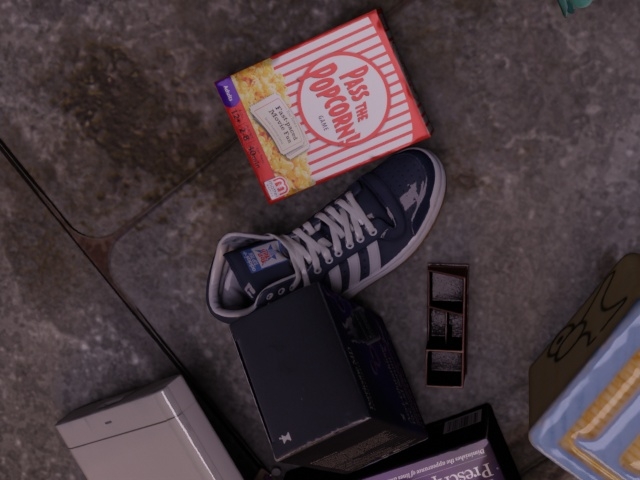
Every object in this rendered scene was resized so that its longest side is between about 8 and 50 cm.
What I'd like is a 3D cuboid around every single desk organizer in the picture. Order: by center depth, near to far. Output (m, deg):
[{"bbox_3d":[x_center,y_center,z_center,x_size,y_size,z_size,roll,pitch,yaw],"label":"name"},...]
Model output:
[{"bbox_3d":[0.139,0.094,1.279,0.047,0.050,0.130,2,104,10],"label":"desk organizer"}]

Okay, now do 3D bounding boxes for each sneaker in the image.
[{"bbox_3d":[0.000,0.000,1.218,0.282,0.153,0.099,-44,59,18],"label":"sneaker"}]

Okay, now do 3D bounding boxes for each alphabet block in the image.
[{"bbox_3d":[0.339,0.155,1.183,0.193,0.197,0.192,38,107,0],"label":"alphabet block"}]

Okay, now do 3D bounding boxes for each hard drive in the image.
[{"bbox_3d":[-0.148,0.334,1.340,0.233,0.047,0.353,-23,100,44],"label":"hard drive"}]

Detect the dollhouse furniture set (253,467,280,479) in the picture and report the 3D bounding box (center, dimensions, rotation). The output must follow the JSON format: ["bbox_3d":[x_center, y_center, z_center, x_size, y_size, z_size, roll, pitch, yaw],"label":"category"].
[{"bbox_3d":[-0.056,0.326,1.393,0.114,0.091,0.081,43,65,-24],"label":"dollhouse furniture set"}]

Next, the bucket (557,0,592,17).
[{"bbox_3d":[0.296,-0.345,1.041,0.281,0.281,0.183,-29,93,15],"label":"bucket"}]

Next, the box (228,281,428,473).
[{"bbox_3d":[0.013,0.149,1.211,0.108,0.207,0.153,-27,69,13],"label":"box"}]

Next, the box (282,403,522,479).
[{"bbox_3d":[0.103,0.323,1.317,0.261,0.103,0.184,-22,101,14],"label":"box"}]

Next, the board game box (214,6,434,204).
[{"bbox_3d":[0.004,-0.144,1.249,0.193,0.045,0.147,-23,99,14],"label":"board game box"}]
